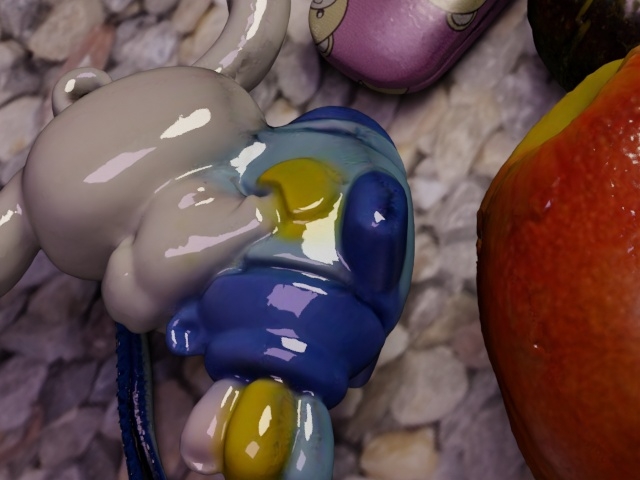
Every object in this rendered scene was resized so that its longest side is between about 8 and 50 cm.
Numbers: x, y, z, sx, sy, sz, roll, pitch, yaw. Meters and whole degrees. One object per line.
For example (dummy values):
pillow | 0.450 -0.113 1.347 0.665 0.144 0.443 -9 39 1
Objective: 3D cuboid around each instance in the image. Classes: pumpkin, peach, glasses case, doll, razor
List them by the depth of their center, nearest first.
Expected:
peach | 0.273 0.050 1.274 0.373 0.290 0.372 20 52 -27
doll | -0.062 -0.001 1.362 0.366 0.187 0.376 39 88 22
pumpkin | 0.271 -0.194 1.444 0.238 0.159 0.238 -4 68 11
razor | -0.149 0.090 1.444 0.056 0.093 0.324 -5 67 -33
glasses case | 0.118 -0.249 1.529 0.123 0.076 0.316 35 76 22
